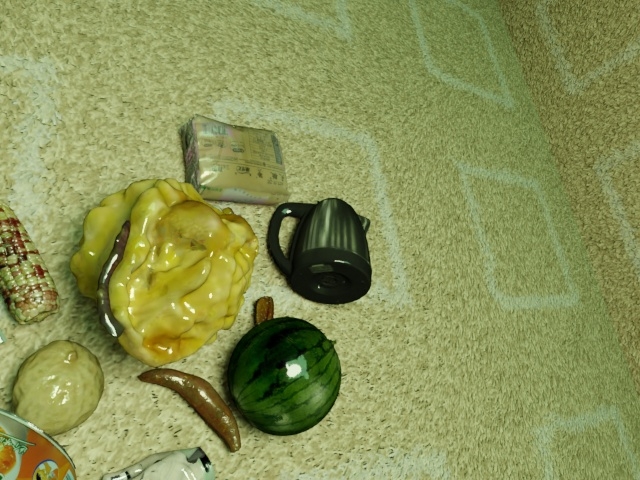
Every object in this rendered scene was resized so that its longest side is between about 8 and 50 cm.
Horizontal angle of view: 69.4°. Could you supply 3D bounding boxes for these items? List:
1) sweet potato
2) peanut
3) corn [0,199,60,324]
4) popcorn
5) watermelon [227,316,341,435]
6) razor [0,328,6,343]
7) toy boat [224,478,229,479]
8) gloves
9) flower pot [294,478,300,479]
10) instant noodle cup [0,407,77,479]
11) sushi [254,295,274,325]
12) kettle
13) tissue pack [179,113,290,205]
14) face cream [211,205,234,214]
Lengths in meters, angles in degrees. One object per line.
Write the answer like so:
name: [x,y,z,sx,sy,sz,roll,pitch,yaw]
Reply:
sweet potato: [-0.250,0.330,0.952,0.255,0.058,0.078,42,72,-7]
peanut: [-0.453,0.254,0.804,0.140,0.109,0.159,11,71,-63]
corn: [-0.564,0.033,0.848,0.086,0.086,0.254,-25,83,-40]
popcorn: [-0.296,0.056,0.853,0.349,0.349,0.382,48,13,-7]
watermelon: [-0.073,0.283,0.981,0.242,0.242,0.243,15,61,-29]
razor: [-0.628,0.061,0.806,0.111,0.056,0.278,-28,87,-42]
toy boat: [-0.220,0.536,0.866,0.059,0.069,0.173,51,54,-15]
gloves: [-0.303,0.455,0.825,0.212,0.111,0.128,-16,84,-47]
flower pot: [-0.072,0.609,0.852,0.166,0.269,0.269,-14,77,-17]
instant noodle cup: [-0.488,0.373,0.611,0.296,0.296,0.214,39,32,-14]
sushi: [-0.134,0.180,1.105,0.052,0.055,0.121,9,53,-20]
kettle: [0.014,0.007,1.227,0.207,0.250,0.272,53,33,-45]
tissue pack: [-0.213,-0.201,1.181,0.256,0.123,0.215,1,71,-34]
face cream: [-0.291,-0.042,1.096,0.182,0.051,0.072,-16,84,-38]
